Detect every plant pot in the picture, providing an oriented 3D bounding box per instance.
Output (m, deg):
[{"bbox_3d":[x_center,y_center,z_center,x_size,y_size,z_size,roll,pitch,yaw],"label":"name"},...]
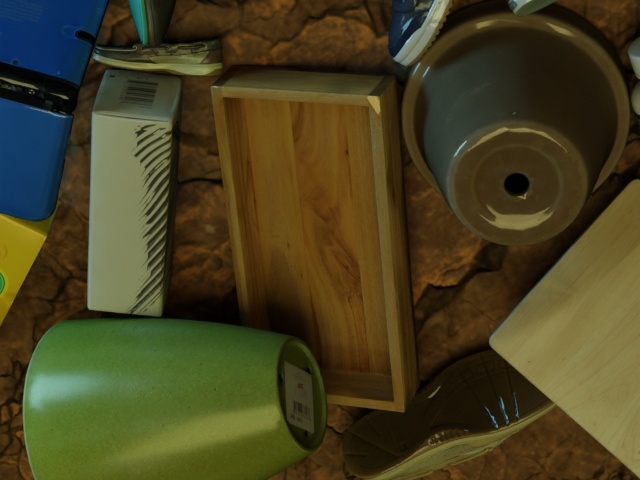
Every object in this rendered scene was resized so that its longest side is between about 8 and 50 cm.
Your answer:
[{"bbox_3d":[0.215,-0.106,1.917,0.263,0.229,0.263,2,119,4],"label":"plant pot"},{"bbox_3d":[-0.150,0.205,2.060,0.293,0.275,0.275,-11,116,23],"label":"plant pot"}]

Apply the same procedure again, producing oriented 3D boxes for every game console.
[{"bbox_3d":[-0.410,-0.196,1.983,0.293,0.250,0.173,15,154,-3],"label":"game console"}]

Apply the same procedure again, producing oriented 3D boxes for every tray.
[{"bbox_3d":[0.000,0.000,2.057,0.203,0.076,0.411,5,120,20],"label":"tray"}]

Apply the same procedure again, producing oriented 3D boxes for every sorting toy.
[{"bbox_3d":[0.373,0.103,2.045,0.255,0.089,0.257,41,96,-1],"label":"sorting toy"}]

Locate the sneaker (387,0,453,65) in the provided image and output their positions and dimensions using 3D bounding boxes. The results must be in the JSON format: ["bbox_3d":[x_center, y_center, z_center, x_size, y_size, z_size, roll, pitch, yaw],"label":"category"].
[{"bbox_3d":[0.090,-0.337,1.878,0.153,0.099,0.282,19,111,-10],"label":"sneaker"}]

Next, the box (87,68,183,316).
[{"bbox_3d":[-0.217,-0.053,2.037,0.094,0.113,0.275,6,125,0],"label":"box"}]

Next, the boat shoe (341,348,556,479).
[{"bbox_3d":[0.176,0.223,2.173,0.302,0.109,0.098,-27,150,16],"label":"boat shoe"}]

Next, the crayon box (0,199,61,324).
[{"bbox_3d":[-0.536,0.043,2.133,0.313,0.106,0.363,27,116,-8],"label":"crayon box"}]

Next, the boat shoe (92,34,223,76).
[{"bbox_3d":[-0.185,-0.218,1.999,0.152,0.056,0.049,5,102,4],"label":"boat shoe"}]

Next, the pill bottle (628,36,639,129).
[{"bbox_3d":[0.409,-0.141,1.944,0.112,0.112,0.186,-17,115,14],"label":"pill bottle"}]

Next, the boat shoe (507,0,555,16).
[{"bbox_3d":[0.274,-0.317,1.893,0.183,0.065,0.083,-24,78,-5],"label":"boat shoe"}]

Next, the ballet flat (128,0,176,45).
[{"bbox_3d":[-0.190,-0.351,1.905,0.096,0.095,0.280,-21,114,-9],"label":"ballet flat"}]
